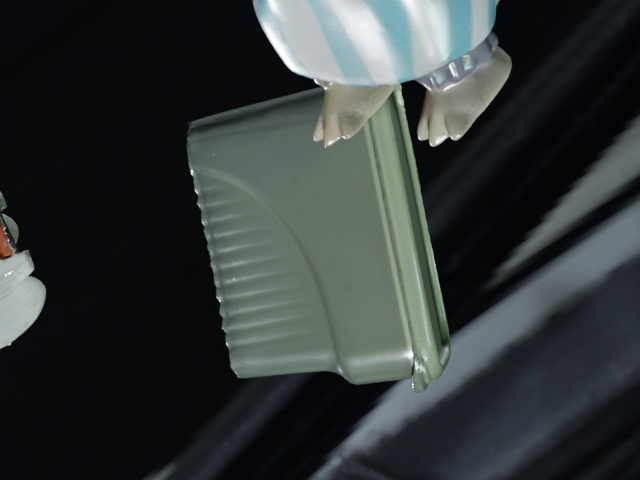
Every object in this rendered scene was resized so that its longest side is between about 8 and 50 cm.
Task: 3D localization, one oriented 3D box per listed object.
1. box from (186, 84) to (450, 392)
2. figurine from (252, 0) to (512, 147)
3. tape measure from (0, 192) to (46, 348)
[{"bbox_3d":[0.000,0.000,1.673,0.178,0.274,0.138,-9,-176,10],"label":"box"},{"bbox_3d":[0.062,-0.311,1.167,0.378,0.361,0.266,-45,-152,-24],"label":"figurine"},{"bbox_3d":[-0.414,0.066,2.073,0.258,0.265,0.130,-28,-108,-1],"label":"tape measure"}]
